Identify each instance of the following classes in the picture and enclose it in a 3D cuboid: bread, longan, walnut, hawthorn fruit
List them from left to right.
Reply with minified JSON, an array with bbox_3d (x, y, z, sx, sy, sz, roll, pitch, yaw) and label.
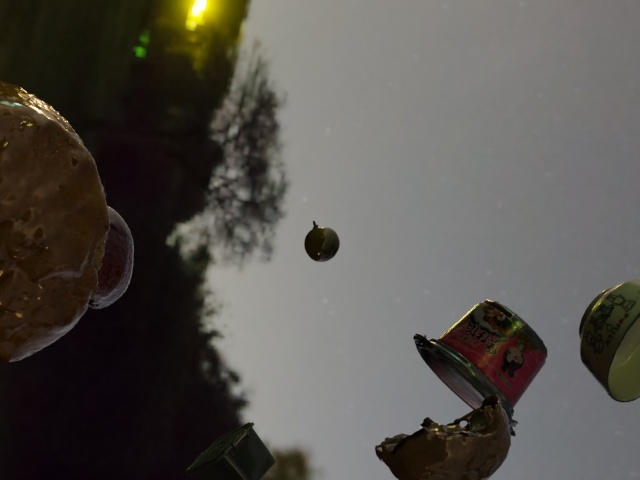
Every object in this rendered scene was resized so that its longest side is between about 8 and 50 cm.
[{"bbox_3d":[-0.470,-0.032,1.576,0.215,0.398,0.398,-105,-151,-64],"label":"bread"},{"bbox_3d":[-0.464,0.007,2.354,0.210,0.230,0.266,61,34,-47],"label":"hawthorn fruit"},{"bbox_3d":[0.000,0.000,2.333,0.083,0.075,0.075,66,-22,10],"label":"longan"},{"bbox_3d":[0.218,0.371,2.110,0.141,0.238,0.204,69,18,9],"label":"walnut"}]

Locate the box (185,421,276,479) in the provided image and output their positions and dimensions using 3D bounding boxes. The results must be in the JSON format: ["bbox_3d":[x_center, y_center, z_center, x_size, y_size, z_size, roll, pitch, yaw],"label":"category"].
[{"bbox_3d":[-0.124,0.314,1.708,0.084,0.069,0.122,-41,-176,-39],"label":"box"}]

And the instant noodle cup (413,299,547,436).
[{"bbox_3d":[0.353,0.242,2.535,0.181,0.302,0.258,-46,-153,-10],"label":"instant noodle cup"}]

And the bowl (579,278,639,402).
[{"bbox_3d":[0.566,0.169,2.245,0.126,0.237,0.238,35,-63,42],"label":"bowl"}]
